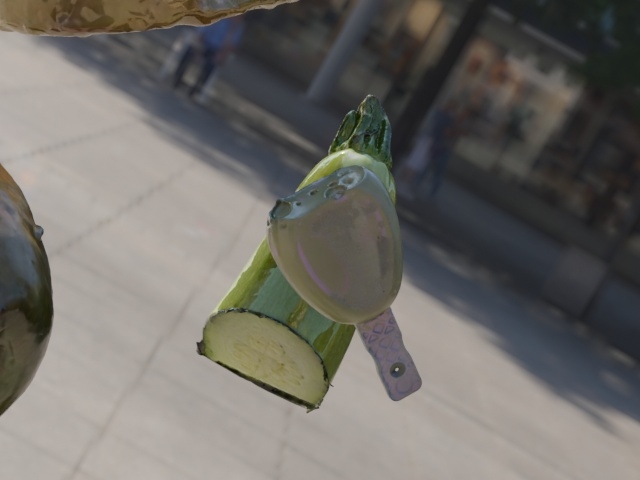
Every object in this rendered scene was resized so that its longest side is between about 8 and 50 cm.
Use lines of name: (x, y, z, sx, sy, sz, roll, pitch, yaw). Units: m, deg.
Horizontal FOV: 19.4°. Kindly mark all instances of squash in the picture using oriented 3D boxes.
squash: (0.008, 0.004, 1.690, 0.137, 0.287, 0.137, 29, -5, 3)

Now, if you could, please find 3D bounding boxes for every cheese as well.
cheese: (0.032, 0.040, 1.390, 0.192, 0.097, 0.037, 65, -8, -28)

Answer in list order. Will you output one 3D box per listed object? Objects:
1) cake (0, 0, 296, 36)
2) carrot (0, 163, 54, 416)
cake: (-0.169, -0.358, 1.643, 0.332, 0.321, 0.332, -5, 19, 2)
carrot: (-0.333, -0.011, 1.344, 0.224, 0.224, 0.341, 21, 25, -54)
